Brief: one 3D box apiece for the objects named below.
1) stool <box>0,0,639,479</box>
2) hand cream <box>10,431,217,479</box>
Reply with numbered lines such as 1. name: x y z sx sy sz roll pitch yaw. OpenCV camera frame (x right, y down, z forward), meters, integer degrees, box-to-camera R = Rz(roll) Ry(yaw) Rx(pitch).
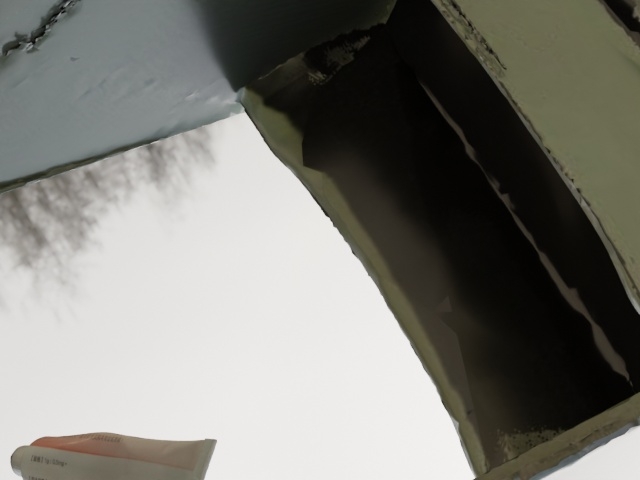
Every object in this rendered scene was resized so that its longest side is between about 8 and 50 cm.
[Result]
1. stool: 0.000 0.000 0.421 0.270 0.243 0.170 -22 155 -26
2. hand cream: -0.135 0.143 0.750 0.038 0.052 0.216 -5 -179 -41
